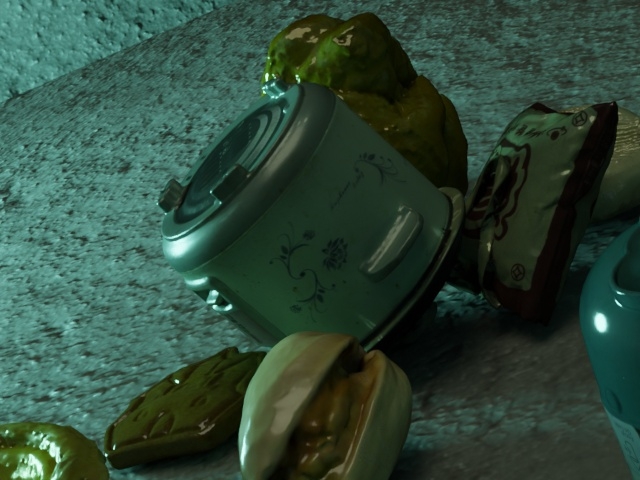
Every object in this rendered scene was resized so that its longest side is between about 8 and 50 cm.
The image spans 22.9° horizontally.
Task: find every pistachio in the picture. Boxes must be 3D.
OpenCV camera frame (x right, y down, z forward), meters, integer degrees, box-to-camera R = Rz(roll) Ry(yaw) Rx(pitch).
[{"bbox_3d":[-0.003,0.172,1.413,0.157,0.157,0.229,-11,28,23],"label":"pistachio"}]

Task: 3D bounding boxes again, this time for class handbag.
[{"bbox_3d":[0.226,-0.039,1.663,0.127,0.235,0.213,19,1,-20],"label":"handbag"}]

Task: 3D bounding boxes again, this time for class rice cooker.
[{"bbox_3d":[0.000,0.000,1.641,0.316,0.316,0.264,6,56,50],"label":"rice cooker"}]

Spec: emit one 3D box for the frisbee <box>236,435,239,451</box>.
[{"bbox_3d":[-0.031,0.189,1.572,0.110,0.014,0.110,-19,20,7],"label":"frisbee"}]

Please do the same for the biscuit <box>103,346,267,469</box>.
[{"bbox_3d":[-0.134,0.166,1.681,0.182,0.034,0.215,-15,19,25],"label":"biscuit"}]

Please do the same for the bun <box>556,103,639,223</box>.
[{"bbox_3d":[0.307,-0.078,1.811,0.183,0.102,0.183,-6,36,4],"label":"bun"}]

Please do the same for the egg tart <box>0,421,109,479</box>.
[{"bbox_3d":[-0.327,0.297,1.403,0.345,0.132,0.345,-18,19,6],"label":"egg tart"}]

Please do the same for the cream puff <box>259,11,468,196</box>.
[{"bbox_3d":[0.057,-0.135,1.909,0.274,0.270,0.323,19,12,7],"label":"cream puff"}]

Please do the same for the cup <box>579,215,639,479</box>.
[{"bbox_3d":[0.301,0.114,1.118,0.219,0.258,0.290,-13,21,32],"label":"cup"}]
